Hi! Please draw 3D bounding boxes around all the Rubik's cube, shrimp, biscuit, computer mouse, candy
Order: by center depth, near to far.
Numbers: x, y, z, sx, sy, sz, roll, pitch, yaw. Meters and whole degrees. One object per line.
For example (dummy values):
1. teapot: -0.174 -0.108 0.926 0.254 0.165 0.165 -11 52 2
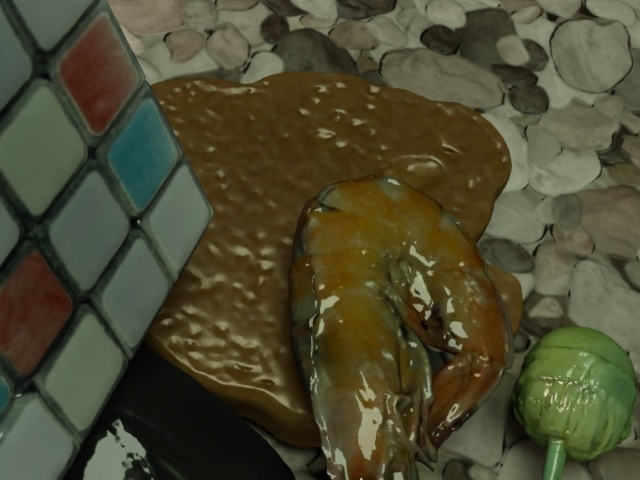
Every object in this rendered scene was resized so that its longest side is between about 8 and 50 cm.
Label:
1. Rubik's cube: -0.253 -0.019 0.580 0.256 0.253 0.259 8 53 28
2. computer mouse: -0.129 0.138 0.658 0.270 0.086 0.137 35 57 8
3. shrimp: 0.059 0.089 0.688 0.164 0.062 0.316 6 55 -13
4. candy: 0.147 0.210 0.693 0.092 0.093 0.335 24 64 -7
5. biscuit: 0.000 0.000 0.794 0.352 0.057 0.312 -9 63 -19
